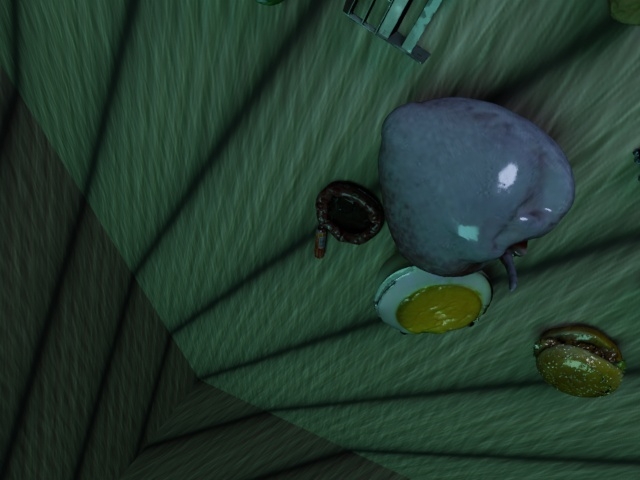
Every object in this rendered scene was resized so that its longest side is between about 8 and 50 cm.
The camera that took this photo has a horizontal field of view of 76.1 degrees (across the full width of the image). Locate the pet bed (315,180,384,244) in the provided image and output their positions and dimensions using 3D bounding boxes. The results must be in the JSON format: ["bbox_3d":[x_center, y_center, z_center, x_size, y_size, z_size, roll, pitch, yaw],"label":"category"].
[{"bbox_3d":[0.073,-0.070,1.101,0.201,0.053,0.201,25,139,24],"label":"pet bed"}]

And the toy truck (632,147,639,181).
[{"bbox_3d":[0.564,-0.126,0.693,0.044,0.039,0.083,-16,116,29],"label":"toy truck"}]

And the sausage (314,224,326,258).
[{"bbox_3d":[0.000,0.000,1.236,0.034,0.034,0.129,22,139,18],"label":"sausage"}]

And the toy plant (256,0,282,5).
[{"bbox_3d":[-0.110,-0.548,0.699,0.218,0.175,0.235,57,165,-12],"label":"toy plant"}]

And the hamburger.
[{"bbox_3d":[0.621,0.298,1.003,0.191,0.118,0.181,32,137,14],"label":"hamburger"}]

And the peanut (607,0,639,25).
[{"bbox_3d":[0.423,-0.387,0.503,0.108,0.095,0.225,27,146,37],"label":"peanut"}]

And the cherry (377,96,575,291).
[{"bbox_3d":[0.267,-0.100,0.743,0.327,0.292,0.334,-7,98,40],"label":"cherry"}]

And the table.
[{"bbox_3d":[0.148,-0.418,0.698,0.175,0.062,0.146,35,140,1],"label":"table"}]

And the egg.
[{"bbox_3d":[0.278,0.106,1.039,0.287,0.174,0.264,-2,132,7],"label":"egg"}]
